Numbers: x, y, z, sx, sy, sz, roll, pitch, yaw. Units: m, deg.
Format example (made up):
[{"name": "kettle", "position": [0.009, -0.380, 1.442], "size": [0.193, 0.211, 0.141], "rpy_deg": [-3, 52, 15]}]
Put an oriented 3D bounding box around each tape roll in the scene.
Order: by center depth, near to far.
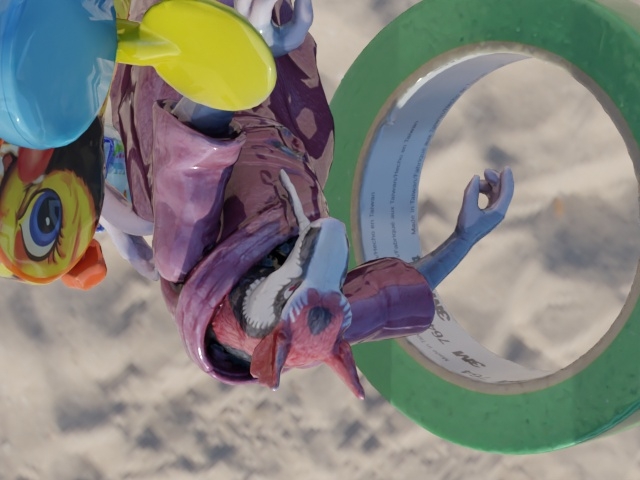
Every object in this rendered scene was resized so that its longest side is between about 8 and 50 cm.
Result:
[{"name": "tape roll", "position": [0.138, -0.017, 1.188], "size": [0.077, 0.321, 0.321], "rpy_deg": [-4, 121, -51]}]

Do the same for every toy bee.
[{"name": "toy bee", "position": [-0.129, -0.053, 0.659], "size": [0.298, 0.195, 0.162], "rpy_deg": [-53, 154, -6]}]

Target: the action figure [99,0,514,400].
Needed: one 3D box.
[{"name": "action figure", "position": [-0.060, -0.028, 0.966], "size": [0.275, 0.370, 0.248], "rpy_deg": [-35, 123, 15]}]

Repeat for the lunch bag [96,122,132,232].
[{"name": "lunch bag", "position": [-0.215, -0.061, 1.429], "size": [0.129, 0.151, 0.096], "rpy_deg": [-6, 104, -71]}]
